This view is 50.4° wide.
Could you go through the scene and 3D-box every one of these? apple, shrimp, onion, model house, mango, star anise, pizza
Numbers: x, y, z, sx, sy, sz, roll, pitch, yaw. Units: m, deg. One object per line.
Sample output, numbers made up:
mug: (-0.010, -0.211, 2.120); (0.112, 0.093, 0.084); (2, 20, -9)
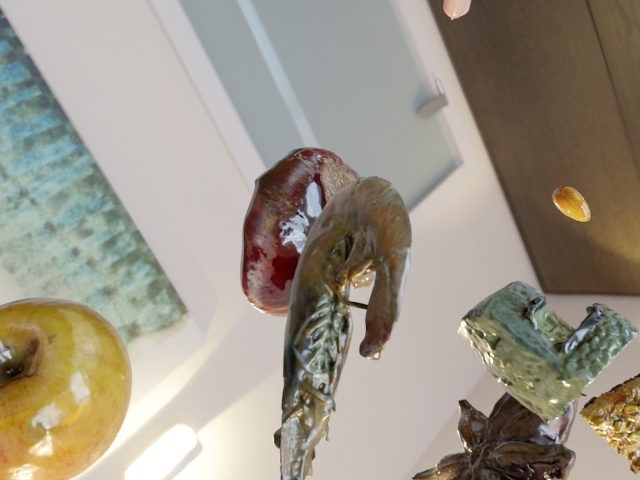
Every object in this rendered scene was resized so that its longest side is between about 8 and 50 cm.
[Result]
apple: (-0.436, 0.239, 1.058); (0.299, 0.275, 0.299); (1, -132, -1)
shrimp: (0.013, 0.066, 0.523); (0.144, 0.052, 0.250); (-14, -115, 60)
onion: (0.000, 0.000, 1.016); (0.195, 0.272, 0.272); (21, -138, 23)
model house: (0.133, 0.059, 0.415); (0.066, 0.078, 0.083); (-36, -114, -25)
mango: (0.494, -0.071, 1.333); (0.046, 0.060, 0.089); (-36, -117, -7)
star anise: (0.215, 0.274, 0.791); (0.272, 0.103, 0.272); (-51, -169, 15)
pizza: (0.441, 0.254, 0.971); (0.131, 0.178, 0.041); (15, -158, -3)

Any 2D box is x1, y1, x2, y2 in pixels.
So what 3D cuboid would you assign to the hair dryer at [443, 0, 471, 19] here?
hair dryer: (0.270, -0.570, 1.312); (0.211, 0.352, 0.125); (-16, -125, -13)
